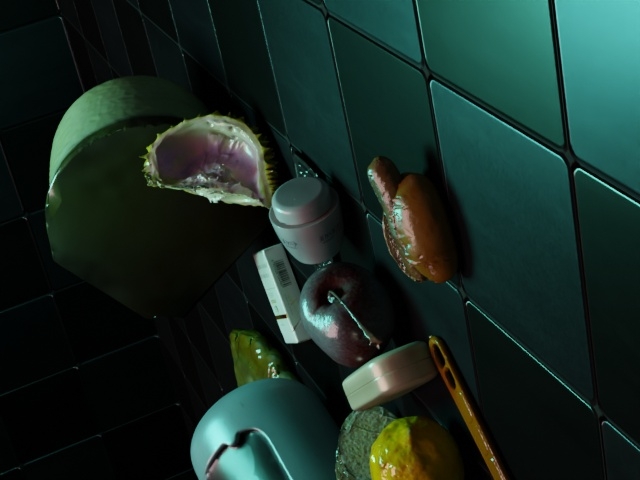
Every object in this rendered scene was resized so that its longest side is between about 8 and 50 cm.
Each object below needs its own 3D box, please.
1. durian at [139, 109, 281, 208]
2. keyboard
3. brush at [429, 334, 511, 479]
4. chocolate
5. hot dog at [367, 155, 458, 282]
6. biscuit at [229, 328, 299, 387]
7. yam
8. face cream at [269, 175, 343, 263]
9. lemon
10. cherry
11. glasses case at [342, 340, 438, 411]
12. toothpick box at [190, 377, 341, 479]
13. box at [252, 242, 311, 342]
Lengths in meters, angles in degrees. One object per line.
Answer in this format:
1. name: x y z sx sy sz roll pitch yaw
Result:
1. durian: -0.143 -0.102 1.872 0.165 0.182 0.132 62 -147 -19
2. keyboard: 0.000 0.000 1.772 0.087 0.017 0.250 46 153 53
3. brush: 0.190 0.241 1.435 0.090 0.017 0.314 108 140 -63
4. chocolate: -0.269 -0.103 2.090 0.326 0.314 0.297 34 -159 -21
5. hot dog: 0.093 -0.021 1.335 0.090 0.060 0.140 26 131 62
6. biscuit: -0.085 0.307 2.373 0.335 0.078 0.329 58 157 29
7. yam: 0.068 0.309 1.794 0.183 0.107 0.107 90 155 -60
8. face cream: -0.015 -0.025 1.651 0.091 0.091 0.095 49 163 52
9. lemon: 0.116 0.275 1.547 0.114 0.114 0.155 52 163 48
10. cherry: 0.048 0.113 1.578 0.188 0.115 0.148 48 135 42
11. glasses case: 0.082 0.166 1.576 0.050 0.083 0.196 66 163 9
12. toothpick box: -0.047 0.367 2.015 0.355 0.263 0.263 54 159 36
13. box: -0.057 0.084 2.041 0.154 0.040 0.084 69 163 -1
